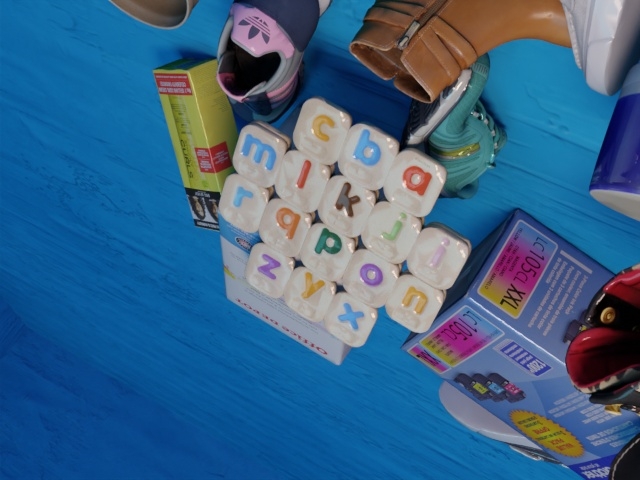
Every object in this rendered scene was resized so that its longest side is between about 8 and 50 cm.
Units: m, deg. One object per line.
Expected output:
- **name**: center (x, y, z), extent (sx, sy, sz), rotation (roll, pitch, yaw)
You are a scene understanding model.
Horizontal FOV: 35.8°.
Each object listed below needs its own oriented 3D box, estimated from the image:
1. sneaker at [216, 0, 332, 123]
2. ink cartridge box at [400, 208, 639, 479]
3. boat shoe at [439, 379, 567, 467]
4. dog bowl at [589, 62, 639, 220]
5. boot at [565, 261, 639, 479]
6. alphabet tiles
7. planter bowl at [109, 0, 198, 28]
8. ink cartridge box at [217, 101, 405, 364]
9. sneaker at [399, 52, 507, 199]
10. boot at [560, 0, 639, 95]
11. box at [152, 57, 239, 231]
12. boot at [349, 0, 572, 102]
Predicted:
- **sneaker**: center (-0.082, -0.199, 1.136), extent (0.112, 0.131, 0.319), rotation (33, 157, 3)
- **ink cartridge box**: center (0.331, 0.165, 1.258), extent (0.395, 0.151, 0.270), rotation (33, 157, 1)
- **boat shoe**: center (0.330, 0.290, 1.556), extent (0.301, 0.108, 0.102), rotation (13, 147, 28)
- **dog bowl**: center (0.345, -0.043, 0.749), extent (0.264, 0.104, 0.265), rotation (20, -178, -1)
- **boot**: center (0.348, 0.149, 0.934), extent (0.284, 0.138, 0.377), rotation (22, 142, -24)
- **alphabet tiles**: center (0.020, -0.015, 1.097), extent (0.284, 0.021, 0.278), rotation (31, 130, 11)
- **planter bowl**: center (-0.176, -0.323, 1.055), extent (0.162, 0.109, 0.162), rotation (30, 157, 14)
- **ink cartridge box**: center (0.000, 0.000, 1.319), extent (0.198, 0.197, 0.270), rotation (30, 156, 11)
- **sneaker**: center (0.146, -0.124, 1.052), extent (0.109, 0.107, 0.275), rotation (12, 158, 3)
- **boot**: center (0.197, -0.235, 0.766), extent (0.123, 0.095, 0.258), rotation (28, 148, 31)
- **box**: center (-0.155, -0.129, 1.349), extent (0.087, 0.058, 0.232), rotation (12, 122, 44)
- **boot**: center (0.136, -0.176, 0.859), extent (0.197, 0.152, 0.073), rotation (27, 155, 18)
